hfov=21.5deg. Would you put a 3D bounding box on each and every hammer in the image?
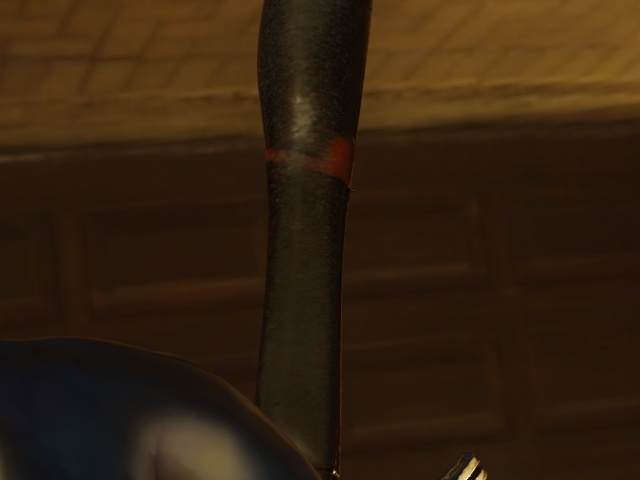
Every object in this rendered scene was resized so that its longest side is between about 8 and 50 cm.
[{"bbox_3d":[0.000,0.000,0.668,0.137,0.290,0.037,0,160,14],"label":"hammer"}]

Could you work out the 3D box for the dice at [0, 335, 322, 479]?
[{"bbox_3d":[-0.075,0.115,0.378,0.143,0.146,0.146,5,142,-33],"label":"dice"}]
